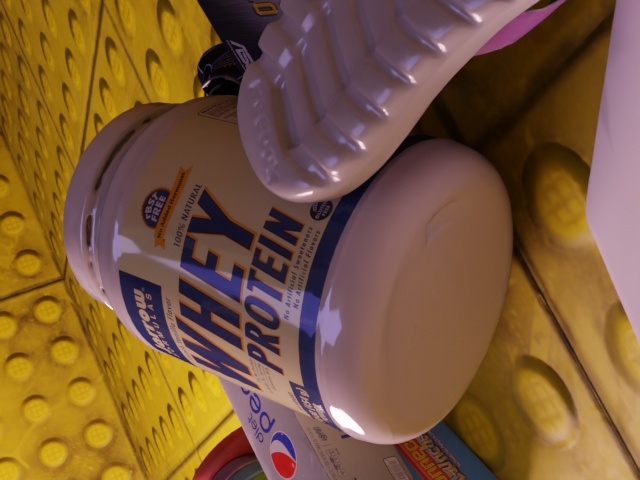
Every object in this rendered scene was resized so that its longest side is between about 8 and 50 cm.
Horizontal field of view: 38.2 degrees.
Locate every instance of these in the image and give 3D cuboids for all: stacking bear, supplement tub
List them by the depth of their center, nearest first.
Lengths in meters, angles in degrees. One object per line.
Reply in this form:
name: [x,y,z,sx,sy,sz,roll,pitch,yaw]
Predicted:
supplement tub: [-0.032,0.008,0.769,0.324,0.235,0.235,16,126,34]
stacking bear: [-0.053,0.412,1.325,0.289,0.164,0.175,26,131,50]

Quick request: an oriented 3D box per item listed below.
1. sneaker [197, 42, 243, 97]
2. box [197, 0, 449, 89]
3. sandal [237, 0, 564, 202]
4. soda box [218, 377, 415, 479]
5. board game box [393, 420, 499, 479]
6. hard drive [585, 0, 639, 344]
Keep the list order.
sneaker: [-0.103,-0.176,1.050,0.232,0.090,0.081,27,132,55]
box: [-0.014,-0.207,0.686,0.183,0.056,0.231,5,145,31]
sandal: [0.097,-0.180,0.546,0.416,0.102,0.169,-40,63,34]
soda box: [-0.023,0.167,0.946,0.286,0.091,0.098,57,136,33]
board game box: [0.077,0.304,1.046,0.308,0.086,0.302,44,145,43]
hard drive: [0.194,-0.007,0.439,0.319,0.040,0.210,-89,-2,-56]
